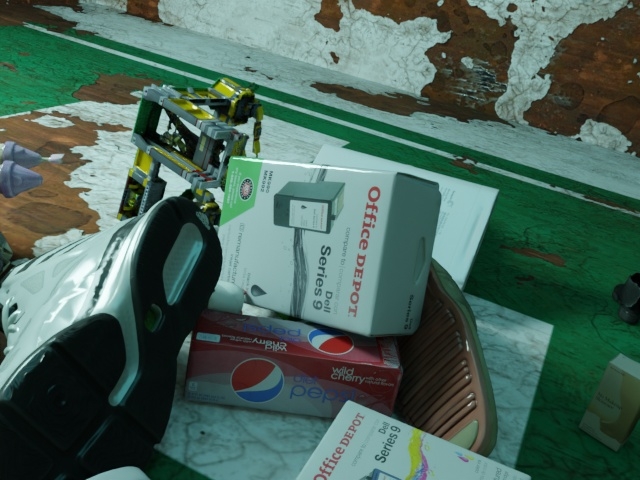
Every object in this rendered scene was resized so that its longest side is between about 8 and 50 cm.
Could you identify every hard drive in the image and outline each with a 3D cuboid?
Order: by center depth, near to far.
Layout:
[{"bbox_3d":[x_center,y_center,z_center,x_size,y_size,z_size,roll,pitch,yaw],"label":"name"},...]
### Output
[{"bbox_3d":[0.124,-0.046,1.237,0.353,0.047,0.233,18,59,17],"label":"hard drive"}]

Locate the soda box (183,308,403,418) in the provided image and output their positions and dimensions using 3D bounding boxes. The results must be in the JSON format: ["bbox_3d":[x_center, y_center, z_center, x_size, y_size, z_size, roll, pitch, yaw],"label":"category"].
[{"bbox_3d":[-0.034,0.161,0.848,0.263,0.092,0.083,9,22,-6],"label":"soda box"}]

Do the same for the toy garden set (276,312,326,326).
[{"bbox_3d":[0.039,0.100,1.064,0.203,0.049,0.244,-9,32,-38],"label":"toy garden set"}]

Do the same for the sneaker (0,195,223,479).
[{"bbox_3d":[-0.296,0.144,0.751,0.257,0.169,0.447,-15,33,31],"label":"sneaker"}]

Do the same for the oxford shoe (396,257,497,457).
[{"bbox_3d":[0.181,0.146,0.935,0.146,0.140,0.397,31,29,-27],"label":"oxford shoe"}]

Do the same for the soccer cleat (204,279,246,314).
[{"bbox_3d":[-0.191,0.073,0.936,0.196,0.068,0.076,3,-6,38],"label":"soccer cleat"}]

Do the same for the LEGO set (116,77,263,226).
[{"bbox_3d":[-0.181,-0.102,1.100,0.192,0.331,0.255,34,18,25],"label":"LEGO set"}]

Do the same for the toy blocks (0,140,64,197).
[{"bbox_3d":[-0.519,-0.095,0.916,0.260,0.309,0.288,2,26,-7],"label":"toy blocks"}]

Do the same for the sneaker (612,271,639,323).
[{"bbox_3d":[0.601,0.098,1.275,0.051,0.089,0.170,18,25,12],"label":"sneaker"}]

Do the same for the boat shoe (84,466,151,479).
[{"bbox_3d":[-0.221,0.280,0.511,0.088,0.096,0.267,30,31,26],"label":"boat shoe"}]

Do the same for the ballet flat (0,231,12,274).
[{"bbox_3d":[-0.490,0.023,1.013,0.041,0.041,0.114,3,26,-19],"label":"ballet flat"}]

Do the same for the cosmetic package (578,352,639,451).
[{"bbox_3d":[0.401,0.217,0.897,0.060,0.115,0.041,31,31,36],"label":"cosmetic package"}]

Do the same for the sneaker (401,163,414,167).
[{"bbox_3d":[0.149,-0.101,1.460,0.321,0.126,0.127,8,27,-35],"label":"sneaker"}]

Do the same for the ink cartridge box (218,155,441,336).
[{"bbox_3d":[0.000,0.000,0.924,0.289,0.211,0.121,9,1,37],"label":"ink cartridge box"}]

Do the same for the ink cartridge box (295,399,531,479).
[{"bbox_3d":[0.087,0.272,0.668,0.212,0.093,0.154,18,26,18],"label":"ink cartridge box"}]
